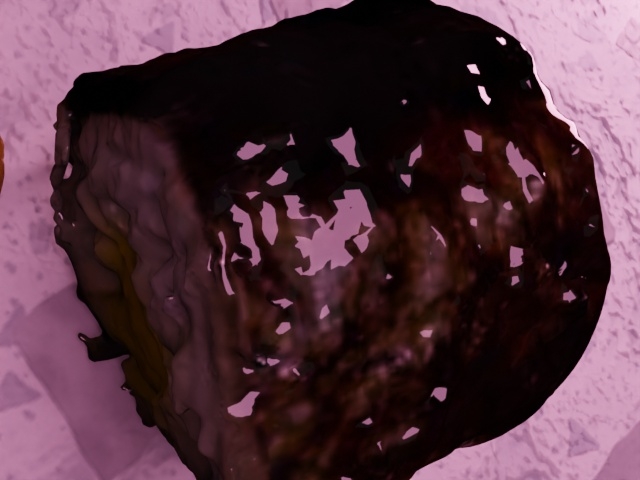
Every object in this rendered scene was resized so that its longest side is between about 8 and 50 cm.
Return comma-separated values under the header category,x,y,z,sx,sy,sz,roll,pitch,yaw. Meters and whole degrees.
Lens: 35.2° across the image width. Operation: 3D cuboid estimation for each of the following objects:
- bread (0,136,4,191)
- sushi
category,x,y,z,sx,sy,sz,roll,pitch,yaw
bread,-0.311,-0.053,0.574,0.268,0.146,0.268,7,75,-27
sushi,-0.001,0.001,0.653,0.294,0.281,0.299,-19,98,-23
